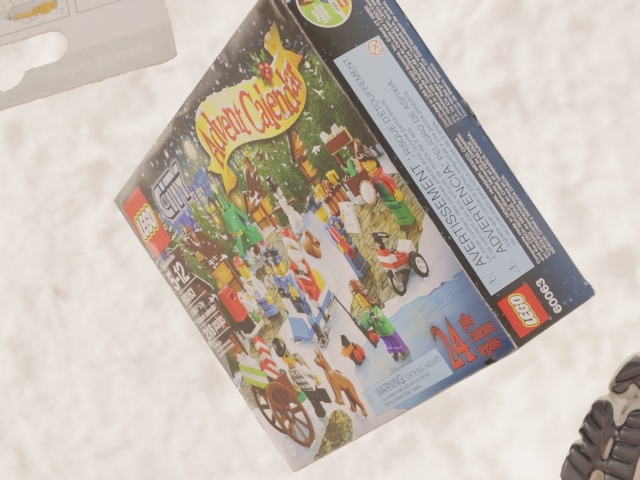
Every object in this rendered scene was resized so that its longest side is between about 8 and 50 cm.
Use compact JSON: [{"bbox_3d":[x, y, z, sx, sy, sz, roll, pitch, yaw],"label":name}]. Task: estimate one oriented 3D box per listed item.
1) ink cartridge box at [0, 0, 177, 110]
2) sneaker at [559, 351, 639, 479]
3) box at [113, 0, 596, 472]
[{"bbox_3d":[-0.182,-0.166,0.892,0.189,0.066,0.232,-16,73,5],"label":"ink cartridge box"},{"bbox_3d":[0.160,0.156,0.655,0.107,0.110,0.275,12,113,38],"label":"sneaker"},{"bbox_3d":[0.000,0.000,0.686,0.159,0.044,0.233,56,152,4],"label":"box"}]
